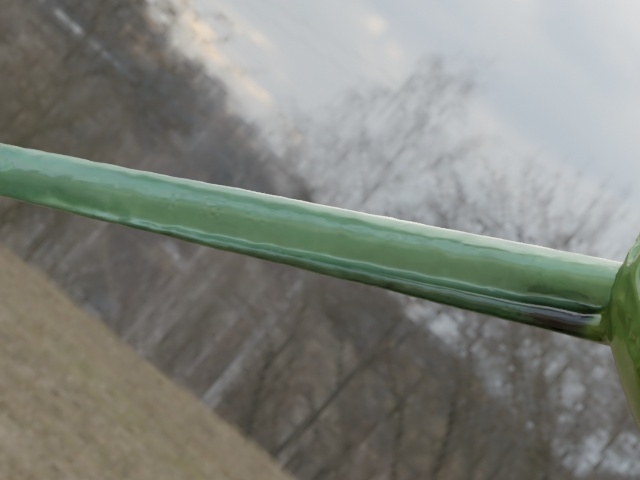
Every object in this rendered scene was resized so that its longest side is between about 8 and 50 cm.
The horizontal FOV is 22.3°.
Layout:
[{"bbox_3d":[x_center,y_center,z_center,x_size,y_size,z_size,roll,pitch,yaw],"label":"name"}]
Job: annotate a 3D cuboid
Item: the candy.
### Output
[{"bbox_3d":[0.000,0.000,0.388,0.335,0.093,0.092,11,-8,17],"label":"candy"}]
